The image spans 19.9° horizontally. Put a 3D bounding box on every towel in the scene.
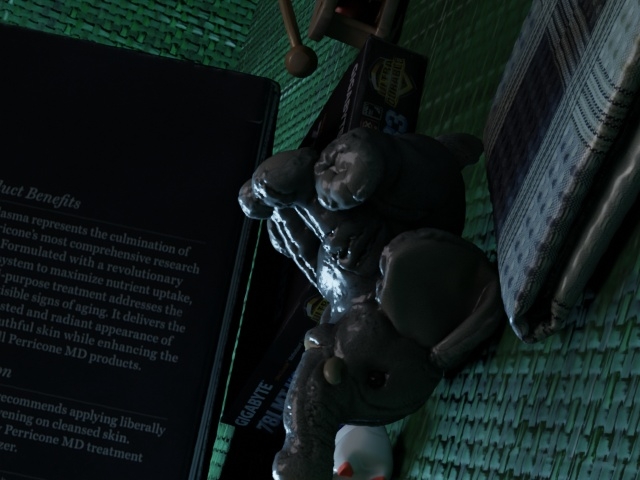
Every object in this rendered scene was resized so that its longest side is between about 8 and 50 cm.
[{"bbox_3d":[0.187,-0.136,1.152,0.312,0.056,0.324,-86,16,-65],"label":"towel"}]

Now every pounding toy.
[{"bbox_3d":[0.016,-0.292,1.968,0.154,0.155,0.269,-90,22,-73],"label":"pounding toy"}]

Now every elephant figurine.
[{"bbox_3d":[0.044,0.052,1.269,0.169,0.186,0.239,21,-130,-71],"label":"elephant figurine"}]

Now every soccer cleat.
[{"bbox_3d":[0.000,0.215,1.407,0.196,0.068,0.076,-57,11,28],"label":"soccer cleat"}]

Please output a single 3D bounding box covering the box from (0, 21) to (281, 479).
[{"bbox_3d":[-0.228,0.088,1.852,0.480,0.297,0.471,108,175,-79],"label":"box"}]

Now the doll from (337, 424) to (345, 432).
[{"bbox_3d":[0.001,0.182,1.497,0.129,0.046,0.189,-116,47,-77],"label":"doll"}]

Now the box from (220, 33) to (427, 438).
[{"bbox_3d":[0.000,0.000,1.770,0.293,0.073,0.295,122,163,-53],"label":"box"}]
